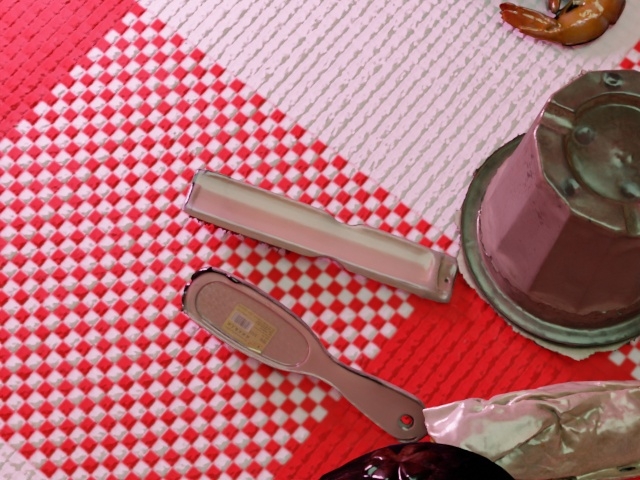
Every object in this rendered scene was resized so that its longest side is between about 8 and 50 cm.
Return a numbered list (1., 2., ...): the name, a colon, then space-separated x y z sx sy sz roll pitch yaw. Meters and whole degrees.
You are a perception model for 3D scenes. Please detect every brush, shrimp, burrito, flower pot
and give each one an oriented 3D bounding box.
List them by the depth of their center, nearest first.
1. flower pot: 0.306 -0.044 1.664 0.290 0.259 0.290 2 69 -4
2. burrito: 0.310 0.208 1.666 0.392 0.076 0.117 -5 74 -6
3. brush: -0.010 0.123 1.697 0.313 0.067 0.072 31 105 1
4. brush: 0.000 0.000 1.749 0.321 0.050 0.060 19 67 -4
5. shrimp: 0.258 -0.316 1.870 0.249 0.068 0.150 8 75 -5

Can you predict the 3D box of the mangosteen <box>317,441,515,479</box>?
1. mangosteen: 0.100 0.345 1.527 0.233 0.287 0.287 -31 69 28
